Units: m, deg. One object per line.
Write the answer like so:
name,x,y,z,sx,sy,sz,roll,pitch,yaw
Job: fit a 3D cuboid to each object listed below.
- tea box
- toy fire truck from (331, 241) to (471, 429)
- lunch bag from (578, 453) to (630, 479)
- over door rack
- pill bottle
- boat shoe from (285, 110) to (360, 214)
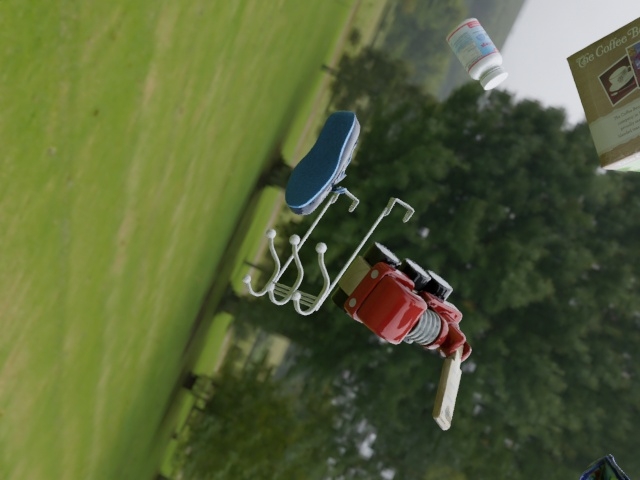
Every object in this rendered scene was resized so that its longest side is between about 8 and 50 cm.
tea box,0.658,-0.271,1.929,0.329,0.324,0.219,-28,-110,44
toy fire truck,0.150,0.152,1.808,0.158,0.217,0.246,-52,-137,11
lunch bag,0.424,0.451,1.606,0.138,0.221,0.293,-22,-173,16
over door rack,0.000,0.000,2.385,0.324,0.108,0.239,-45,-153,-16
pill bottle,0.372,-0.437,2.697,0.087,0.160,0.087,-29,166,-8
boat shoe,0.022,-0.141,2.261,0.258,0.109,0.089,-55,145,-26
